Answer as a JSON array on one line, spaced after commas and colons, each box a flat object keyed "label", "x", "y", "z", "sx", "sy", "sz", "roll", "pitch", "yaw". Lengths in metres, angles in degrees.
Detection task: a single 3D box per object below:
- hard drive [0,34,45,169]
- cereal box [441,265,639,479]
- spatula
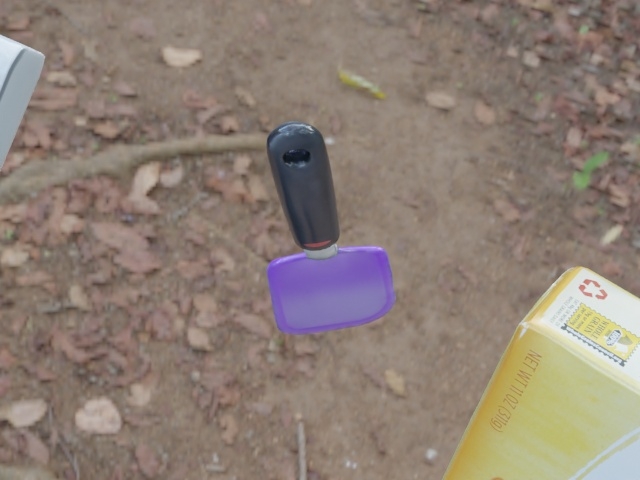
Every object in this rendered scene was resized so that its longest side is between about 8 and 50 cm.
[{"label": "hard drive", "x": -0.393, "y": -0.089, "z": 0.876, "sx": 0.353, "sy": 0.233, "sz": 0.047, "roll": 24, "pitch": 3, "yaw": 11}, {"label": "cereal box", "x": 0.142, "y": 0.137, "z": 0.387, "sx": 0.240, "sy": 0.173, "sz": 0.047, "roll": 32, "pitch": 40, "yaw": 18}, {"label": "spatula", "x": 0.000, "y": 0.000, "z": 0.747, "sx": 0.084, "sy": 0.296, "sz": 0.030, "roll": -8, "pitch": 70, "yaw": 2}]
